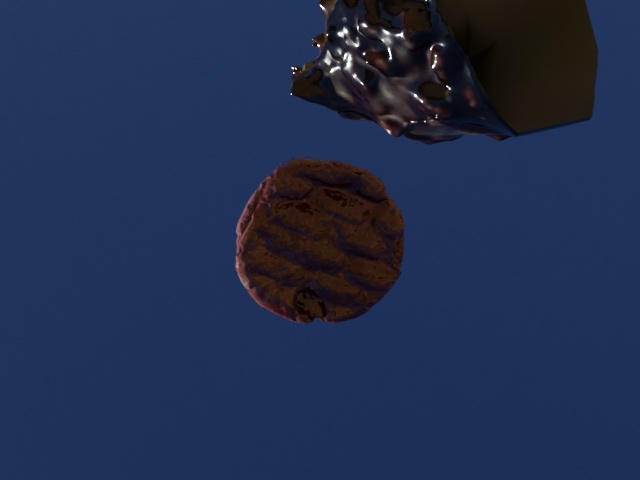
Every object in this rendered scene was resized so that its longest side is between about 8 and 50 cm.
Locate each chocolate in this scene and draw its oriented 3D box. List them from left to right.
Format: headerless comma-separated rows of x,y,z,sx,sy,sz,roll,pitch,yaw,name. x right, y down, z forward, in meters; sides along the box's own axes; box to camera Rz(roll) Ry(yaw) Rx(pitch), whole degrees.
0.055,-0.155,1.269,0.224,0.177,0.206,-15,-89,-59,chocolate

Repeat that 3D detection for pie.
0.000,0.000,1.535,0.153,0.153,0.038,12,-157,-11,pie
